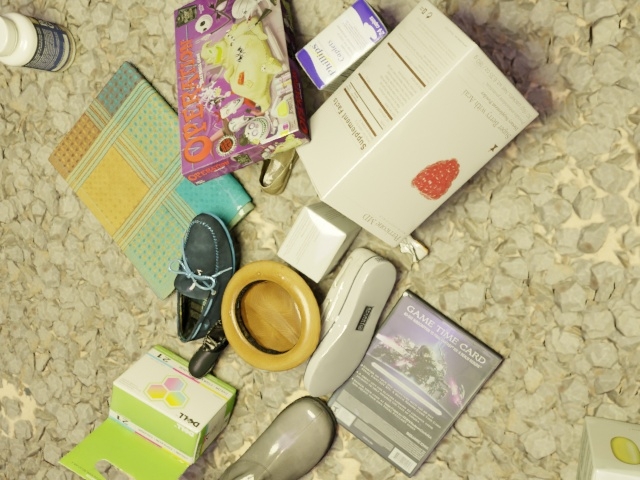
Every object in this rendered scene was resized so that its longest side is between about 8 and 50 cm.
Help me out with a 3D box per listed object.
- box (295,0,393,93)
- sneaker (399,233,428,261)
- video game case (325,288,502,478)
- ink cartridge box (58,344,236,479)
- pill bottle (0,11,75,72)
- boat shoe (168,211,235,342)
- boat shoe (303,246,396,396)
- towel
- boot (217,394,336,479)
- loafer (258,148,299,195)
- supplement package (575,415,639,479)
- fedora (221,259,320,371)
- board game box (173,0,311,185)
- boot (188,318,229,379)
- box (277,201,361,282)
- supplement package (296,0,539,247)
[{"bbox_3d":[0.047,-0.305,1.074,0.137,0.126,0.072,-37,86,18],"label":"box"},{"bbox_3d":[0.141,0.002,1.132,0.083,0.032,0.037,45,107,8],"label":"sneaker"},{"bbox_3d":[0.152,0.249,1.165,0.196,0.026,0.274,36,105,11],"label":"video game case"},{"bbox_3d":[-0.296,0.324,1.188,0.188,0.255,0.097,26,121,13],"label":"ink cartridge box"},{"bbox_3d":[-0.537,-0.362,1.230,0.094,0.169,0.094,2,98,17],"label":"pill bottle"},{"bbox_3d":[-0.207,0.078,1.181,0.109,0.089,0.258,19,123,26],"label":"boat shoe"},{"bbox_3d":[0.033,0.137,1.155,0.088,0.096,0.268,37,109,48],"label":"boat shoe"},{"bbox_3d":[-0.323,-0.110,1.265,0.271,0.040,0.370,-44,82,18],"label":"towel"},{"bbox_3d":[-0.117,0.428,1.164,0.118,0.222,0.338,42,108,10],"label":"boot"},{"bbox_3d":[-0.069,-0.148,1.171,0.056,0.050,0.148,18,102,15],"label":"loafer"},{"bbox_3d":[0.484,0.375,0.981,0.194,0.203,0.149,6,99,16],"label":"supplement package"},{"bbox_3d":[-0.076,0.127,1.154,0.194,0.079,0.194,0,91,24],"label":"fedora"},{"bbox_3d":[-0.137,-0.276,1.096,0.208,0.056,0.347,-21,62,22],"label":"board game box"},{"bbox_3d":[-0.197,0.194,1.209,0.045,0.099,0.121,39,76,4],"label":"boot"},{"bbox_3d":[0.000,0.000,1.141,0.087,0.101,0.102,33,107,11],"label":"box"},{"bbox_3d":[0.132,-0.168,1.005,0.293,0.177,0.175,-44,40,18],"label":"supplement package"}]
